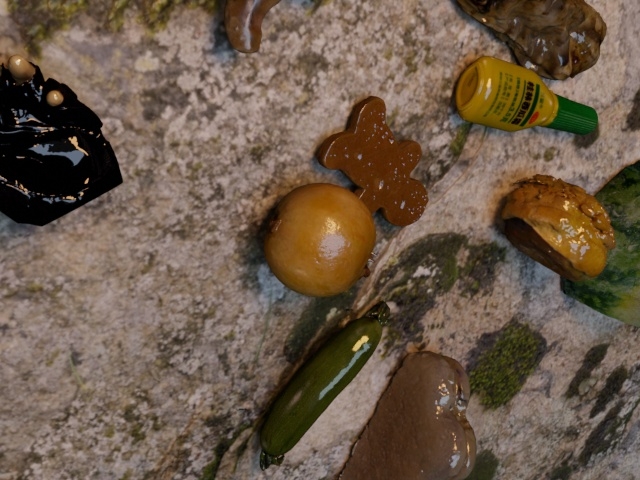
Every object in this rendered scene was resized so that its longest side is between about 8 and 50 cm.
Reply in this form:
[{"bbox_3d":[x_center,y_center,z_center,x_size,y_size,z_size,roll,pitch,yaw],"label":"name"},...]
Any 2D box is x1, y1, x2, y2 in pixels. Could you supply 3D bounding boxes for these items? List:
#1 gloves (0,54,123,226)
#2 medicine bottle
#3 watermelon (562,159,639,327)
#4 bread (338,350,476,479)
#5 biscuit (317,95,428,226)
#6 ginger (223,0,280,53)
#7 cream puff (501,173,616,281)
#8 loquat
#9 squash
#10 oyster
[{"bbox_3d":[-0.305,-0.116,0.754,0.164,0.124,0.203,-38,107,-36],"label":"gloves"},{"bbox_3d":[0.312,-0.201,1.104,0.261,0.064,0.094,7,109,-34],"label":"medicine bottle"},{"bbox_3d":[0.565,-0.009,1.310,0.305,0.224,0.180,-67,170,10],"label":"watermelon"},{"bbox_3d":[0.156,0.354,1.217,0.102,0.183,0.337,14,107,-43],"label":"bread"},{"bbox_3d":[0.082,-0.094,1.041,0.138,0.031,0.205,-50,126,-6],"label":"biscuit"},{"bbox_3d":[0.013,-0.355,0.848,0.333,0.080,0.166,-29,110,-7],"label":"ginger"},{"bbox_3d":[0.372,-0.026,1.164,0.189,0.189,0.129,40,85,-38],"label":"cream puff"},{"bbox_3d":[0.000,0.000,0.974,0.163,0.137,0.163,-4,98,-27],"label":"loquat"},{"bbox_3d":[-0.003,0.215,1.122,0.071,0.080,0.318,39,89,0],"label":"squash"},{"bbox_3d":[0.290,-0.312,1.037,0.345,0.078,0.128,15,113,-38],"label":"oyster"}]
